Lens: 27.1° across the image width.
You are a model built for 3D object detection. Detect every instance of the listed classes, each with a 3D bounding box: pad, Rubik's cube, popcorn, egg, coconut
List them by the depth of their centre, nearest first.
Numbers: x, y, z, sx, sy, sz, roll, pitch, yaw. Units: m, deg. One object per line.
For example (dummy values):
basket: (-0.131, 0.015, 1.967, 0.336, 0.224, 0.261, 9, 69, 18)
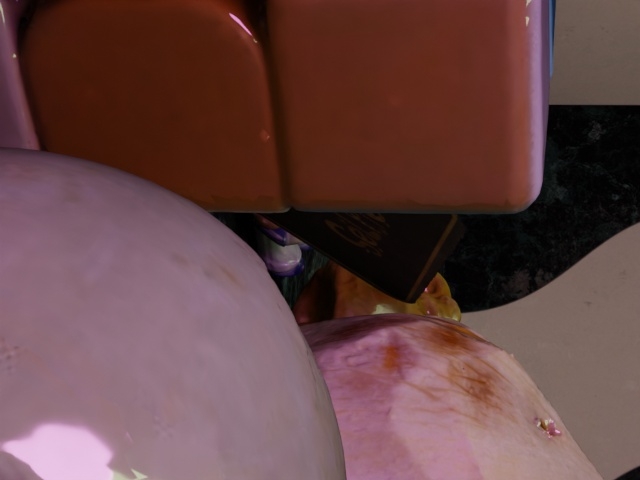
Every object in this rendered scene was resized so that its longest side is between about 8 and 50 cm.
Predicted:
egg: (-0.124, 0.101, 0.515, 0.336, 0.278, 0.278, -48, 138, -76)
Rubik's cube: (-0.056, -0.240, 0.646, 0.346, 0.344, 0.347, -76, 164, -54)
pad: (0.001, 0.000, 1.025, 0.063, 0.315, 0.375, -58, 175, -11)
coconut: (0.066, 0.233, 1.138, 0.344, 0.415, 0.415, 73, 22, -53)
popcorn: (0.058, 0.171, 1.450, 0.297, 0.281, 0.315, -17, 90, -39)

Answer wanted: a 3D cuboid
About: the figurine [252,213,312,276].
figurine: (-0.026, -0.085, 1.374, 0.193, 0.133, 0.274, -61, 167, -14)
